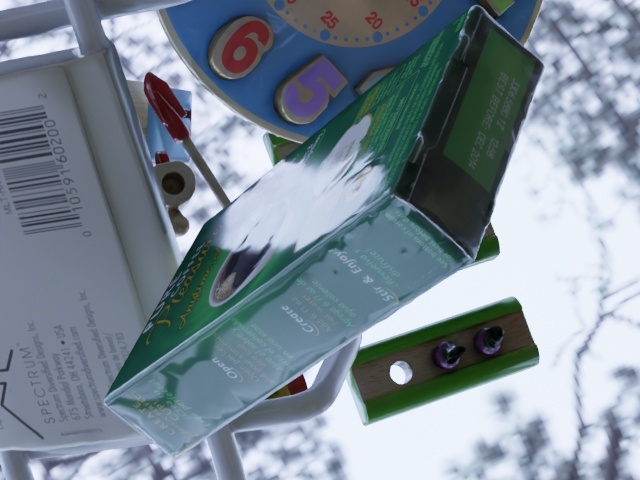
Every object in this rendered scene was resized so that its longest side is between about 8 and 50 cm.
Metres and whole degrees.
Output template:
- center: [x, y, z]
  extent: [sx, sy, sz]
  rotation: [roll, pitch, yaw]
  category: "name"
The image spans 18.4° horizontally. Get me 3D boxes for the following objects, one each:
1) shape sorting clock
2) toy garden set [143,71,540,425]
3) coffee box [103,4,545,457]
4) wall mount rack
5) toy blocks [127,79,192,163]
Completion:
- center: [0.016, -0.146, 0.933]
  extent: [0.206, 0.040, 0.206]
  rotation: [-1, -88, -21]
  category: "shape sorting clock"
- center: [-0.006, -0.016, 1.104]
  extent: [0.204, 0.049, 0.244]
  rotation: [-18, -99, -14]
  category: "toy garden set"
- center: [0.000, 0.000, 0.735]
  extent: [0.040, 0.184, 0.113]
  rotation: [40, -137, -15]
  category: "coffee box"
- center: [-0.153, -0.009, 0.902]
  extent: [0.130, 0.304, 0.350]
  rotation: [-64, -38, -61]
  category: "wall mount rack"
- center: [-0.238, -0.059, 1.282]
  extent: [0.261, 0.381, 0.190]
  rotation: [1, -87, -60]
  category: "toy blocks"
